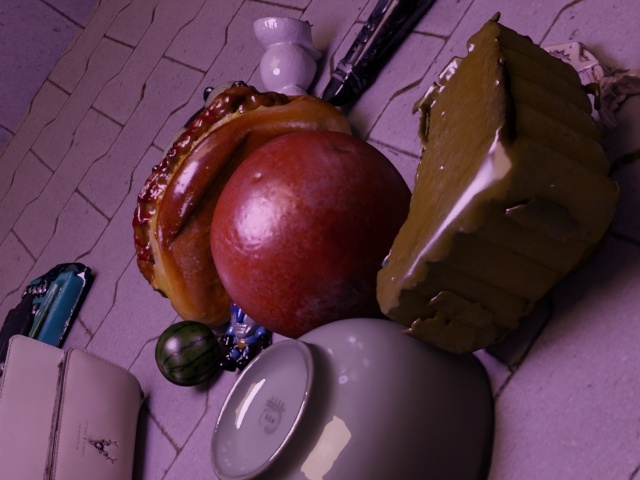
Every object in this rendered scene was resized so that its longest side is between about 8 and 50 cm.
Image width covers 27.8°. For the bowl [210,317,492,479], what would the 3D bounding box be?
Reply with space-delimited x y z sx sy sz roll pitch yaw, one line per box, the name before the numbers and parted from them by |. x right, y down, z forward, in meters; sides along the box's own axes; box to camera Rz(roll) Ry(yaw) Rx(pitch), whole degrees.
bowl | 0.002 0.226 1.425 0.354 0.185 0.354 -40 31 31

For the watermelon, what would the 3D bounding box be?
watermelon | -0.193 0.166 1.922 0.109 0.109 0.109 -40 31 30

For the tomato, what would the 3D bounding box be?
tomato | 0.000 0.000 1.589 0.265 0.265 0.265 -40 31 30

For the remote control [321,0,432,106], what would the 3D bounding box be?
remote control | 0.093 -0.314 2.023 0.266 0.066 0.090 -56 13 10

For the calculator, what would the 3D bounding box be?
calculator | -0.572 0.166 2.601 0.274 0.058 0.248 -10 51 57

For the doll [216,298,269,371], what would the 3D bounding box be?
doll | -0.097 0.097 1.872 0.096 0.070 0.195 3 68 34

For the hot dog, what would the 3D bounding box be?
hot dog | -0.145 -0.073 1.967 0.405 0.223 0.185 -55 29 5

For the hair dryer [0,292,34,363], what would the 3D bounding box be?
hair dryer | -0.576 0.242 2.398 0.107 0.189 0.352 -29 33 39

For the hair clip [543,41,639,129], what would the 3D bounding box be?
hair clip | 0.323 -0.205 1.533 0.072 0.034 0.226 -45 27 14

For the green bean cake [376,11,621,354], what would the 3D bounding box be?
green bean cake | 0.197 -0.049 1.419 0.285 0.202 0.310 -51 23 38

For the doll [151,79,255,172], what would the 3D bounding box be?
doll | -0.177 -0.168 2.227 0.234 0.135 0.143 -52 29 1

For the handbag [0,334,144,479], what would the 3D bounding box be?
handbag | -0.391 0.331 1.915 0.160 0.236 0.358 -54 25 34

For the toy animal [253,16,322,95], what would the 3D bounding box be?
toy animal | -0.054 -0.260 2.189 0.103 0.131 0.221 -7 77 18
